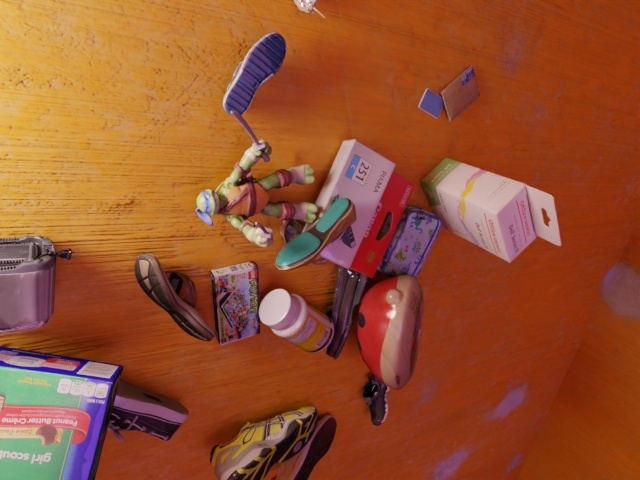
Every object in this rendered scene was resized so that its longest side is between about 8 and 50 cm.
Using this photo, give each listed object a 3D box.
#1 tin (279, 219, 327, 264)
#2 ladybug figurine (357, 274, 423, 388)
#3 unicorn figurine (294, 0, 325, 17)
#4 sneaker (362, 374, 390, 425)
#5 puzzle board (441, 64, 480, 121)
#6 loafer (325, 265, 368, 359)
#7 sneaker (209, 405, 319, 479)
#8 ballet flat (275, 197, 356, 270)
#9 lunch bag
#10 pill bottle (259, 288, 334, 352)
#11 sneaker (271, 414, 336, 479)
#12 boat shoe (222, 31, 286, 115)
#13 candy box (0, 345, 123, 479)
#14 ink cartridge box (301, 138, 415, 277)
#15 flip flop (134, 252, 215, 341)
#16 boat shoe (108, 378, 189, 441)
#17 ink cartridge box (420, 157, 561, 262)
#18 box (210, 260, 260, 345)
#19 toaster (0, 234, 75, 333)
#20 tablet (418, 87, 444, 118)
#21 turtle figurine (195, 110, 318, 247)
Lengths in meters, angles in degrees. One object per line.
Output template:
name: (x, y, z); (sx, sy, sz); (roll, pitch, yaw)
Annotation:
tin: (-0.026, -0.010, 1.095); (0.106, 0.040, 0.190); (-49, 128, 3)
ladybug figurine: (0.209, 0.266, 1.248); (0.449, 0.162, 0.305); (76, 30, -48)
unicorn figurine: (-0.050, -0.523, 0.814); (0.162, 0.060, 0.111); (17, 105, -20)
sneaker: (0.191, 0.567, 1.499); (0.106, 0.078, 0.234); (-3, 111, -28)
puzzle board: (0.392, -0.410, 1.165); (0.128, 0.011, 0.096); (-42, 127, -12)
loafer: (0.059, 0.204, 1.234); (0.095, 0.109, 0.302); (20, 107, 8)
sneaker: (-0.154, 0.588, 1.261); (0.385, 0.147, 0.145); (-9, 117, -49)
ballet flat: (0.000, 0.000, 0.963); (0.232, 0.080, 0.073); (-42, 138, -9)
lunch bag: (0.258, 0.005, 1.248); (0.176, 0.090, 0.219); (14, 106, -39)
pill bottle: (-0.062, 0.216, 1.121); (0.119, 0.119, 0.208); (-49, 134, -2)
sneaker: (-0.063, 0.705, 1.405); (0.290, 0.123, 0.106); (-48, 121, -30)
boat shoe: (-0.141, -0.338, 0.836); (0.066, 0.066, 0.183); (35, 98, -37)
candy box: (-0.562, 0.389, 0.798); (0.268, 0.122, 0.317); (13, 88, -13)
ink cartridge box: (0.114, -0.068, 1.078); (0.261, 0.066, 0.296); (25, 89, -27)
flip flop: (-0.317, 0.126, 0.948); (0.080, 0.112, 0.277); (-54, 131, -31)
boat shoe: (-0.456, 0.405, 0.986); (0.105, 0.113, 0.306); (-57, 139, -14)
ink cartridge box: (0.462, -0.078, 1.161); (0.119, 0.353, 0.207); (-41, 128, -8)
box: (-0.213, 0.160, 1.062); (0.114, 0.036, 0.207); (-12, 119, -27)
toaster: (-0.569, 0.077, 0.743); (0.227, 0.129, 0.146); (-2, 118, -34)
tablet: (0.303, -0.372, 1.136); (0.083, 0.006, 0.054); (14, 105, -37)
turtle figurine: (-0.101, -0.097, 0.879); (0.266, 0.198, 0.275); (-12, 157, -44)
